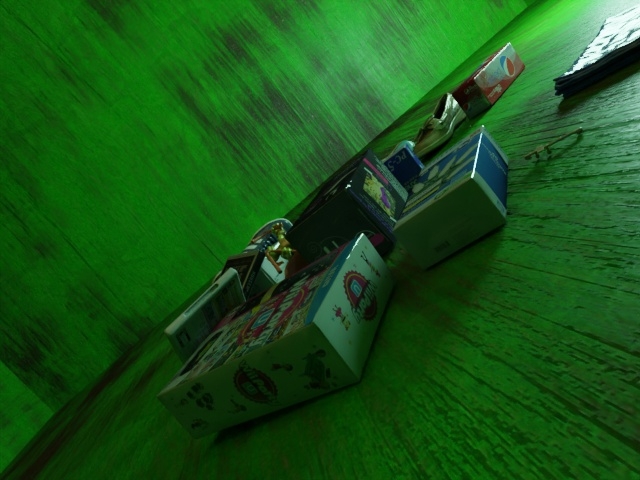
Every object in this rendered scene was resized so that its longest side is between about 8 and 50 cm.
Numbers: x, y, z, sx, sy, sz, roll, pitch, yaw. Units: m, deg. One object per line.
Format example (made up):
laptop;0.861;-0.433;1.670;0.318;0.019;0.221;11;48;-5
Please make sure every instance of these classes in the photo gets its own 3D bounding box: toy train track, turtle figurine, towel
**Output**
toy train track;0.338;-0.137;0.713;0.083;0.014;0.048;-29;6;28
turtle figurine;-0.053;0.002;1.228;0.217;0.087;0.269;-32;21;-3
towel;0.578;-0.394;0.882;0.336;0.040;0.243;-46;11;-31

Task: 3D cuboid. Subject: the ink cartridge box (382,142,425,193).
ink cartridge box;0.148;-0.127;1.166;0.207;0.097;0.046;-36;10;26

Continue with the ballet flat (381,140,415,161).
ballet flat;0.209;-0.207;1.442;0.232;0.080;0.073;-43;-19;-33

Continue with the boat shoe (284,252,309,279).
boat shoe;-0.007;0.044;1.103;0.207;0.073;0.073;-43;-29;-38

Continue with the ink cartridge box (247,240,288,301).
ink cartridge box;-0.177;0.103;1.418;0.208;0.087;0.153;-33;13;36

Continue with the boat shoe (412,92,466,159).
boat shoe;0.325;-0.324;1.400;0.104;0.089;0.285;-29;15;48

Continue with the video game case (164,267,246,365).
video game case;-0.240;0.187;1.090;0.193;0.023;0.212;-46;-28;-29

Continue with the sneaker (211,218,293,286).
sneaker;-0.203;0.066;1.628;0.350;0.131;0.148;-49;18;-14

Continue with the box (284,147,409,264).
box;0.066;-0.054;1.002;0.165;0.143;0.270;-37;10;29

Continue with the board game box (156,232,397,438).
board game box;-0.057;0.138;0.703;0.303;0.098;0.224;-30;13;31

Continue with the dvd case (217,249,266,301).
dvd case;-0.240;0.141;1.306;0.179;0.029;0.239;-11;53;52

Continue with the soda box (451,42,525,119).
soda box;0.479;-0.455;1.394;0.263;0.092;0.083;-46;12;-34

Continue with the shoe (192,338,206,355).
shoe;-0.199;0.212;1.087;0.178;0.063;0.081;-36;7;-3

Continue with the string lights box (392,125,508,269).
string lights box;0.205;-0.074;0.744;0.133;0.077;0.260;-36;10;32
